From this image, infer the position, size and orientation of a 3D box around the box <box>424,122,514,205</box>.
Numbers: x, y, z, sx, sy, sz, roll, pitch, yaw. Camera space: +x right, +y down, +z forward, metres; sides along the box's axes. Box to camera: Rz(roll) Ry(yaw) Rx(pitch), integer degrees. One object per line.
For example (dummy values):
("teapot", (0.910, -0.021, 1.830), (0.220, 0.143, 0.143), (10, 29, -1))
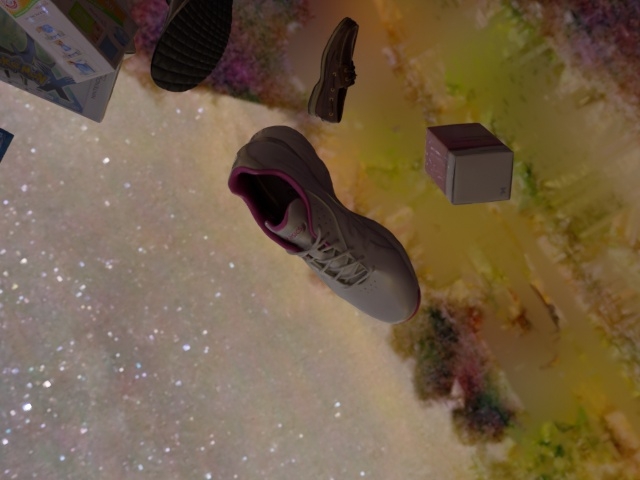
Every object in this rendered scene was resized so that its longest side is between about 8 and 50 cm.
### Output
("box", (0.359, -0.193, 1.739), (0.232, 0.149, 0.126), (-110, 16, -62))

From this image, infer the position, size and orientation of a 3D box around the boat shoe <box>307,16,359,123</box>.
("boat shoe", (0.034, -0.276, 1.168), (0.060, 0.178, 0.064), (29, -148, 17))

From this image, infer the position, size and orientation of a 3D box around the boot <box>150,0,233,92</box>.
("boot", (-0.250, -0.450, 1.369), (0.118, 0.338, 0.223), (26, -178, -34))

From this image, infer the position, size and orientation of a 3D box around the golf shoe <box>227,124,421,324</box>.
("golf shoe", (0.000, 0.000, 0.870), (0.306, 0.115, 0.140), (46, -153, -3))

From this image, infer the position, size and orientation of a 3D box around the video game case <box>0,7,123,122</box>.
("video game case", (-0.567, -0.395, 1.421), (0.329, 0.300, 0.036), (23, -125, -16))

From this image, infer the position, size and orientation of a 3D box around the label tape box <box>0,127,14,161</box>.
("label tape box", (-0.865, -0.199, 1.473), (0.348, 0.249, 0.115), (28, 180, 2))

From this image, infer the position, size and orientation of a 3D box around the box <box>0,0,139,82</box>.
("box", (-0.420, -0.381, 1.174), (0.203, 0.103, 0.114), (49, -134, -43))

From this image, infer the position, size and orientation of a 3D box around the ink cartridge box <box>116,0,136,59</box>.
("ink cartridge box", (-0.584, -0.508, 1.671), (0.131, 0.306, 0.226), (-13, -85, -47))
